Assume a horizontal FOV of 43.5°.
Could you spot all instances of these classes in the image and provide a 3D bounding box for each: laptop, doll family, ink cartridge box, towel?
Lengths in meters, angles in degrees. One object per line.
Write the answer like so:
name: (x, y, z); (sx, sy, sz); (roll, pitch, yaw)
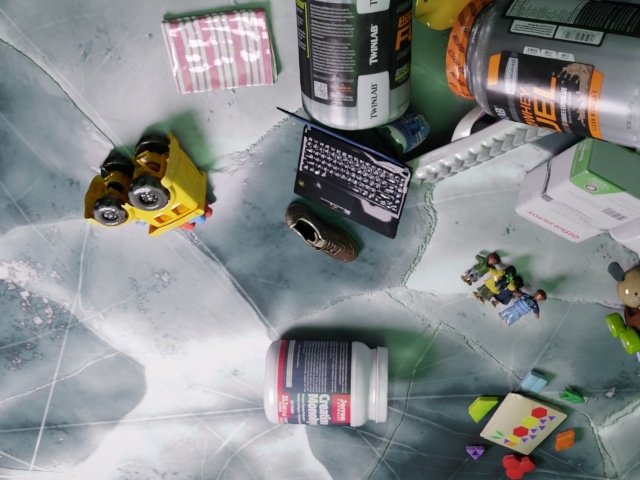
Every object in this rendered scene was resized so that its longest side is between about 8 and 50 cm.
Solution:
laptop: (0.035, -0.118, 1.478); (0.234, 0.136, 0.264); (26, 133, 17)
doll family: (0.397, 0.102, 1.713); (0.193, 0.076, 0.111); (37, 116, -26)
ink cartridge box: (0.495, -0.092, 1.494); (0.160, 0.092, 0.219); (26, 156, -14)
towel: (-0.184, -0.341, 1.460); (0.197, 0.029, 0.144); (-5, 124, 7)

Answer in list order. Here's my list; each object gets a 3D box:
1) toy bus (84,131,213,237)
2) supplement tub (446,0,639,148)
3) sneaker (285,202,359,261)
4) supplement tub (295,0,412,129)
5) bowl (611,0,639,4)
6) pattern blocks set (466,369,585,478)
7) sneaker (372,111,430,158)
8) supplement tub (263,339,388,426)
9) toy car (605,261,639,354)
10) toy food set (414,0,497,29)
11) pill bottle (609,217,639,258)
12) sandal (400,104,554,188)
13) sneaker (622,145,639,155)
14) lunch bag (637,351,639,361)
toy bus: (-0.327, -0.080, 1.602); (0.220, 0.149, 0.211); (-24, 136, 22)
supplement tub: (0.382, -0.273, 1.246); (0.338, 0.207, 0.207); (20, 133, 33)
sneaker: (0.000, 0.000, 1.664); (0.188, 0.071, 0.066); (34, 120, -19)
supplement tub: (0.056, -0.361, 1.329); (0.194, 0.193, 0.316); (0, 126, 4)
bowl: (0.594, -0.391, 1.290); (0.312, 0.163, 0.311); (1, 125, 2)
pattern blocks set: (0.497, 0.454, 1.979); (0.285, 0.026, 0.325); (31, 122, -17)
sneaker: (0.148, -0.199, 1.444); (0.081, 0.211, 0.080); (-37, 93, 14)
supplement tub: (0.015, 0.323, 1.820); (0.272, 0.191, 0.191); (1, 125, 4)
toy car: (0.671, 0.112, 1.666); (0.155, 0.149, 0.188); (-22, 110, 4)
toy food set: (0.240, -0.434, 1.328); (0.218, 0.071, 0.128); (-21, 145, -11)
pill bottle: (0.747, 0.009, 1.537); (0.361, 0.204, 0.204); (28, 123, -15)
sandal: (0.311, -0.213, 1.467); (0.416, 0.169, 0.102); (-24, 80, 20)
sneaker: (0.614, -0.234, 1.399); (0.163, 0.106, 0.281); (-21, 160, 4)
lunch bag: (0.742, 0.250, 1.790); (0.083, 0.071, 0.053); (11, 129, -6)
